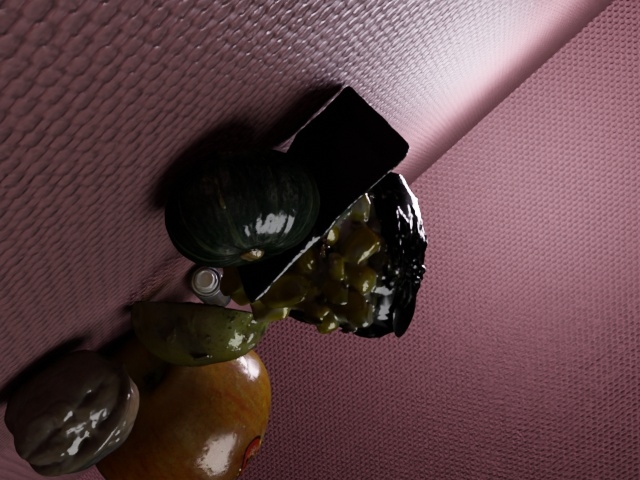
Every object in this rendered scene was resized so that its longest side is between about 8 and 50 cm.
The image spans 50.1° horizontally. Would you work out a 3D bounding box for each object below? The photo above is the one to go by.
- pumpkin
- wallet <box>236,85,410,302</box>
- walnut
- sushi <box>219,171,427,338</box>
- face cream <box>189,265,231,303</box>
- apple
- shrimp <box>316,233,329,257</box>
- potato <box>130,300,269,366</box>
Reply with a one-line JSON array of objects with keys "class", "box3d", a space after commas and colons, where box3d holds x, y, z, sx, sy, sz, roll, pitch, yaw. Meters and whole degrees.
[{"class": "pumpkin", "box3d": [-0.107, -0.046, 0.917, 0.211, 0.152, 0.212, -17, 159, -7]}, {"class": "wallet", "box3d": [-0.026, -0.082, 1.052, 0.323, 0.041, 0.247, -43, -143, 10]}, {"class": "walnut", "box3d": [-0.426, 0.296, 1.197, 0.224, 0.224, 0.224, -40, 174, -5]}, {"class": "sushi", "box3d": [0.000, 0.000, 1.206, 0.285, 0.327, 0.329, 19, 91, -55]}, {"class": "face cream", "box3d": [-0.241, 0.104, 1.509, 0.073, 0.073, 0.283, -40, 173, -10]}, {"class": "apple", "box3d": [-0.303, 0.350, 1.475, 0.400, 0.400, 0.334, -37, 144, -34]}, {"class": "shrimp", "box3d": [-0.015, -0.018, 1.040, 0.091, 0.127, 0.025, -28, 134, 20]}, {"class": "potato", "box3d": [-0.234, 0.175, 1.252, 0.271, 0.111, 0.160, 2, 168, 24]}]
